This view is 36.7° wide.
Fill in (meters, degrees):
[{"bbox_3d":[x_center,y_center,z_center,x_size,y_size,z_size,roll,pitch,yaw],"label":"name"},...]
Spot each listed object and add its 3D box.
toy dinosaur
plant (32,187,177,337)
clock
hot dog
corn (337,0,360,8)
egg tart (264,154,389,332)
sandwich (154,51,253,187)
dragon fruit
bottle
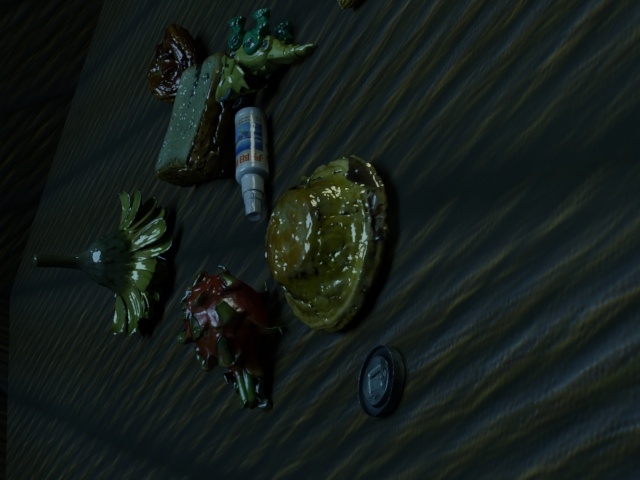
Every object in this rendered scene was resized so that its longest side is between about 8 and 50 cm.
[{"bbox_3d":[-0.093,-0.325,1.652,0.259,0.094,0.153,-16,63,46],"label":"toy dinosaur"},{"bbox_3d":[-0.443,0.067,2.085,0.261,0.296,0.306,85,164,-58],"label":"plant"},{"bbox_3d":[0.069,0.163,1.115,0.085,0.017,0.085,-43,40,52],"label":"clock"},{"bbox_3d":[-0.326,-0.397,2.182,0.161,0.099,0.227,-68,28,19],"label":"hot dog"},{"bbox_3d":[0.054,-0.371,1.410,0.092,0.037,0.037,-36,46,55],"label":"corn"},{"bbox_3d":[0.000,0.000,1.255,0.241,0.105,0.241,-32,51,52],"label":"egg tart"},{"bbox_3d":[-0.221,-0.234,1.869,0.273,0.095,0.249,0,74,66],"label":"sandwich"},{"bbox_3d":[-0.125,0.143,1.435,0.236,0.135,0.137,57,133,31],"label":"dragon fruit"},{"bbox_3d":[-0.113,-0.127,1.621,0.060,0.060,0.217,-49,37,45],"label":"bottle"}]
